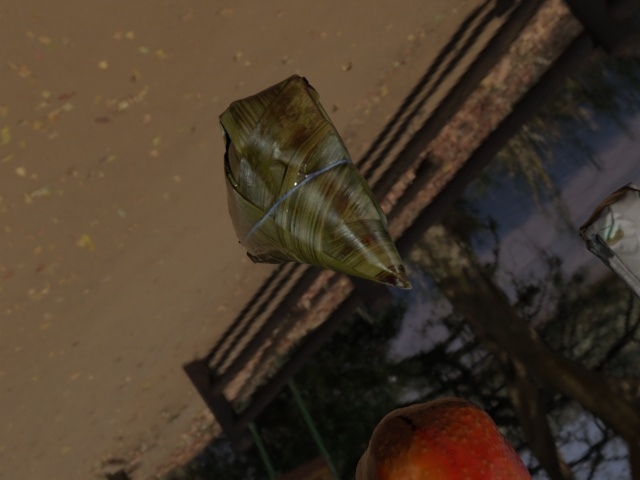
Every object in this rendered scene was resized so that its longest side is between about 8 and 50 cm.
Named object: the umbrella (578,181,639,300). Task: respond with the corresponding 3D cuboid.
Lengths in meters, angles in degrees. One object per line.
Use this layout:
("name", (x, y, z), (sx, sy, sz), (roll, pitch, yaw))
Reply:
("umbrella", (0.371, 0.090, 0.863), (0.073, 0.337, 0.067), (-39, 172, -22))

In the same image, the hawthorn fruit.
("hawthorn fruit", (0.153, 0.310, 1.097), (0.205, 0.253, 0.205), (-17, 141, -14))

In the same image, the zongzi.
("zongzi", (0.000, 0.000, 1.114), (0.138, 0.300, 0.286), (-31, 155, -19))
